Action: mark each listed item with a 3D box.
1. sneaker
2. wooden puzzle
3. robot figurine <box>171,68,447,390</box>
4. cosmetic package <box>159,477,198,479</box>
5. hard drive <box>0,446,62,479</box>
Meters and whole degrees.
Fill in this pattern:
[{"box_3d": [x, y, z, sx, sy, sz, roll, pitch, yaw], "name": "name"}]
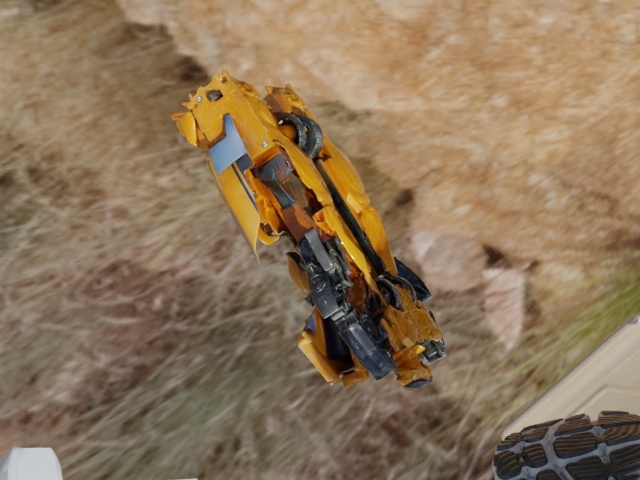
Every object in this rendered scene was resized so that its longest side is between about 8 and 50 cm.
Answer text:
[{"box_3d": [0.172, 0.203, 0.969, 0.107, 0.279, 0.118, -10, 112, 9], "name": "sneaker"}, {"box_3d": [0.330, 0.212, 1.519, 0.239, 0.044, 0.221, 45, 122, 4], "name": "wooden puzzle"}, {"box_3d": [0.000, 0.000, 1.256, 0.085, 0.211, 0.291, -33, 78, 19], "name": "robot figurine"}, {"box_3d": [-0.151, 0.322, 1.520, 0.086, 0.231, 0.117, -3, 64, 0], "name": "cosmetic package"}, {"box_3d": [-0.244, 0.288, 1.042, 0.307, 0.040, 0.203, -39, 55, 46], "name": "hard drive"}]
